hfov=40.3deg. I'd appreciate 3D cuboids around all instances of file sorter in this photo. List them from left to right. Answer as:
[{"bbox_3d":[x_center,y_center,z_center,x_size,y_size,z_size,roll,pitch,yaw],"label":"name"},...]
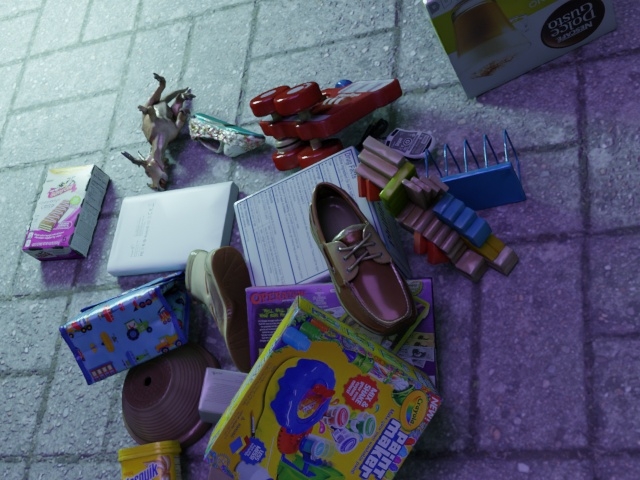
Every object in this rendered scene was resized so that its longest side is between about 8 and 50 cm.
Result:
[{"bbox_3d":[0.298,-0.133,1.698,0.170,0.118,0.104,-12,56,22],"label":"file sorter"}]

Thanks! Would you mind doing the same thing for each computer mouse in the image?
[{"bbox_3d":[0.166,-0.201,1.854,0.193,0.042,0.106,19,69,40],"label":"computer mouse"}]

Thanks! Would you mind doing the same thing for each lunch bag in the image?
[{"bbox_3d":[-0.392,0.156,1.846,0.221,0.138,0.293,-23,13,3],"label":"lunch bag"}]

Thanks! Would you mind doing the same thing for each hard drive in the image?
[{"bbox_3d":[-0.343,-0.025,2.022,0.307,0.040,0.203,-6,61,25],"label":"hard drive"}]

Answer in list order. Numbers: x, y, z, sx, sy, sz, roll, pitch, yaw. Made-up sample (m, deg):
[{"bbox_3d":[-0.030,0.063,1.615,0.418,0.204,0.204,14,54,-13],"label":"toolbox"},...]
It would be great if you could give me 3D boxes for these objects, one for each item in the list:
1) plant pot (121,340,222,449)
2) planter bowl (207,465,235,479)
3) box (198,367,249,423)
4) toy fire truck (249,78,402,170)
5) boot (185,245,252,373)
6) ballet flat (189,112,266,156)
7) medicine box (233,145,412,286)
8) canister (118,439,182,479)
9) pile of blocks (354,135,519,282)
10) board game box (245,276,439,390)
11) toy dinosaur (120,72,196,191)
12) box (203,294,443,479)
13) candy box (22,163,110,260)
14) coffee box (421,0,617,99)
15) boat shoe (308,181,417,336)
[{"bbox_3d":[-0.326,0.305,1.786,0.237,0.110,0.237,-13,58,22],"label":"plant pot"},{"bbox_3d":[-0.139,0.420,1.608,0.109,0.162,0.162,13,68,3],"label":"planter bowl"},{"bbox_3d":[-0.180,0.307,1.692,0.102,0.101,0.087,10,65,-1],"label":"box"},{"bbox_3d":[0.007,-0.278,1.895,0.254,0.169,0.302,-31,20,-22],"label":"toy fire truck"},{"bbox_3d":[-0.200,0.140,1.811,0.095,0.262,0.203,-20,8,-26],"label":"boot"},{"bbox_3d":[-0.222,-0.241,2.067,0.241,0.091,0.077,23,106,39],"label":"ballet flat"},{"bbox_3d":[0.000,0.000,1.759,0.289,0.149,0.263,-24,55,13],"label":"medicine box"},{"bbox_3d":[-0.324,0.482,1.687,0.126,0.073,0.170,-16,72,21],"label":"canister"},{"bbox_3d":[0.198,-0.036,1.606,0.362,0.149,0.113,37,82,1],"label":"pile of blocks"},{"bbox_3d":[0.039,0.179,1.603,0.346,0.056,0.208,-3,95,12],"label":"board game box"},{"bbox_3d":[-0.405,-0.279,2.158,0.296,0.127,0.200,-88,23,-48],"label":"toy dinosaur"},{"bbox_3d":[0.003,0.294,1.466,0.279,0.177,0.290,31,93,-4],"label":"box"},{"bbox_3d":[-0.635,-0.070,2.181,0.159,0.071,0.233,-4,61,26],"label":"candy box"},{"bbox_3d":[0.358,-0.562,1.768,0.337,0.334,0.338,-25,57,12],"label":"coffee box"},{"bbox_3d":[0.058,0.024,1.536,0.122,0.120,0.324,-29,54,-6],"label":"boat shoe"}]
